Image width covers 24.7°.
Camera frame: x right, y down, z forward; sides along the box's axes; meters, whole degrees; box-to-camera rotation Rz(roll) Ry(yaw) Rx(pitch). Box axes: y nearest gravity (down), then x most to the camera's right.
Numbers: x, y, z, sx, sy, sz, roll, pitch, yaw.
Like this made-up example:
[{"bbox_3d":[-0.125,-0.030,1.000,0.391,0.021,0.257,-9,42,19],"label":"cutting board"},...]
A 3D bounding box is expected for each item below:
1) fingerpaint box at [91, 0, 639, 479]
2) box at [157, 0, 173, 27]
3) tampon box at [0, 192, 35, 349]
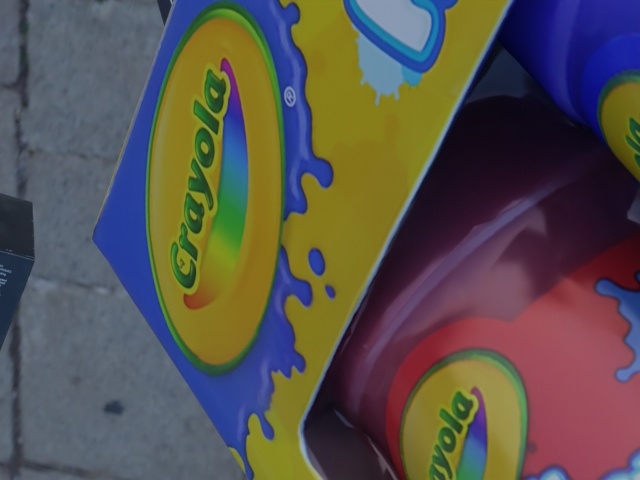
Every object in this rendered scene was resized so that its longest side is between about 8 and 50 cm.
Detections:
[{"bbox_3d":[0.144,-0.034,0.325,0.163,0.371,0.445,-13,145,-37],"label":"fingerpaint box"},{"bbox_3d":[0.010,-0.253,1.047,0.183,0.294,0.296,-31,124,-27],"label":"box"},{"bbox_3d":[-0.349,0.042,1.408,0.101,0.120,0.161,17,114,-21],"label":"tampon box"}]
